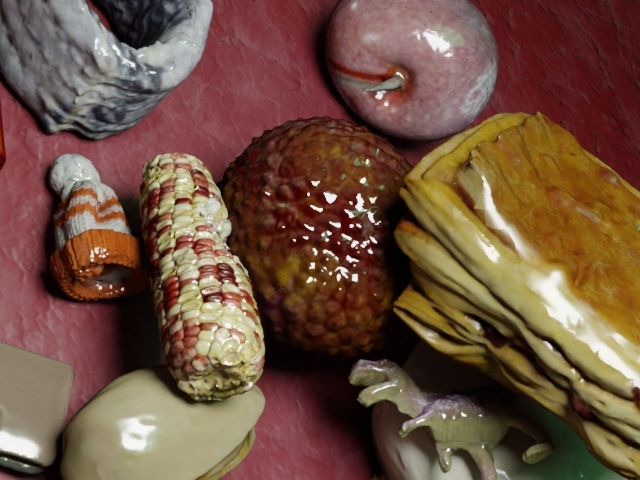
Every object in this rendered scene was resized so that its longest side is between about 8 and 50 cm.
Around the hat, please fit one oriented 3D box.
[{"bbox_3d":[-0.234,-0.023,1.163,0.112,0.093,0.162,36,33,-58],"label":"hat"}]

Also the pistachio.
[{"bbox_3d":[-0.148,0.184,1.084,0.226,0.136,0.136,-14,76,-43],"label":"pistachio"}]

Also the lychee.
[{"bbox_3d":[0.000,0.000,1.230,0.260,0.260,0.260,21,53,-31],"label":"lychee"}]

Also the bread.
[{"bbox_3d":[0.240,0.057,1.148,0.370,0.191,0.314,45,33,12],"label":"bread"}]

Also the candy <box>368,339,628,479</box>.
[{"bbox_3d":[0.261,0.246,1.326,0.427,0.186,0.386,50,36,14],"label":"candy"}]

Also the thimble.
[{"bbox_3d":[-0.238,-0.243,1.237,0.217,0.157,0.245,14,58,-35],"label":"thimble"}]

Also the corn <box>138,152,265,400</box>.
[{"bbox_3d":[-0.120,0.022,1.109,0.098,0.098,0.290,17,40,-34],"label":"corn"}]

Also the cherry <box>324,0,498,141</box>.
[{"bbox_3d":[0.124,-0.246,1.522,0.236,0.213,0.285,59,33,-9],"label":"cherry"}]

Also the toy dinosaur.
[{"bbox_3d":[0.168,0.160,1.183,0.251,0.072,0.200,-19,49,-14],"label":"toy dinosaur"}]

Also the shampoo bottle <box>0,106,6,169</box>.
[{"bbox_3d":[-0.385,-0.211,1.145,0.118,0.076,0.314,-1,65,-27],"label":"shampoo bottle"}]

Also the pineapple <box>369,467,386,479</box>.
[{"bbox_3d":[0.075,0.283,1.305,0.083,0.019,0.045,-16,83,-46],"label":"pineapple"}]

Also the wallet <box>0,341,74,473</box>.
[{"bbox_3d":[-0.304,0.142,1.037,0.152,0.039,0.118,26,49,-24],"label":"wallet"}]
